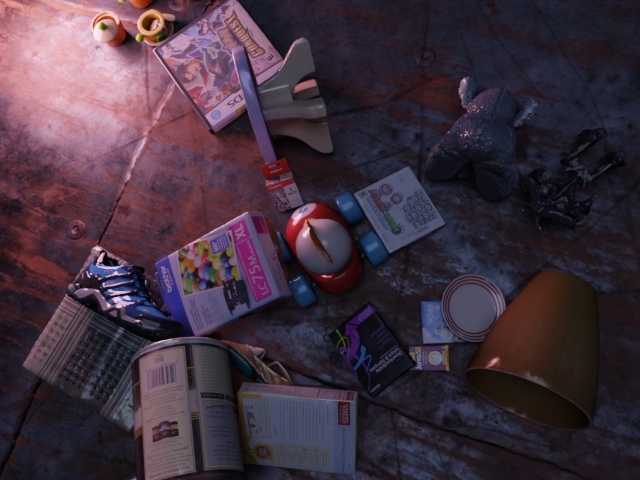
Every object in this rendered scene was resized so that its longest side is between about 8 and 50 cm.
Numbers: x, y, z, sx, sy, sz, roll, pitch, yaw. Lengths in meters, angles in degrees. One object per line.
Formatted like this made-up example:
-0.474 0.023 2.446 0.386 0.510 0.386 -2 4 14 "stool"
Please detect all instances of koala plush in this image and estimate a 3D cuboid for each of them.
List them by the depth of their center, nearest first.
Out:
0.352 -0.236 1.318 0.196 0.203 0.221 23 70 12 "koala plush"

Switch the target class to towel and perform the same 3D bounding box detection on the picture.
-0.462 0.219 1.400 0.312 0.056 0.324 28 80 10 "towel"

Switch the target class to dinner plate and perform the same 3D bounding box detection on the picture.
0.317 0.141 1.299 0.141 0.017 0.141 3 75 -10 "dinner plate"

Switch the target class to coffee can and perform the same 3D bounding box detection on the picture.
-0.259 0.353 1.210 0.202 0.201 0.275 -15 60 5 "coffee can"

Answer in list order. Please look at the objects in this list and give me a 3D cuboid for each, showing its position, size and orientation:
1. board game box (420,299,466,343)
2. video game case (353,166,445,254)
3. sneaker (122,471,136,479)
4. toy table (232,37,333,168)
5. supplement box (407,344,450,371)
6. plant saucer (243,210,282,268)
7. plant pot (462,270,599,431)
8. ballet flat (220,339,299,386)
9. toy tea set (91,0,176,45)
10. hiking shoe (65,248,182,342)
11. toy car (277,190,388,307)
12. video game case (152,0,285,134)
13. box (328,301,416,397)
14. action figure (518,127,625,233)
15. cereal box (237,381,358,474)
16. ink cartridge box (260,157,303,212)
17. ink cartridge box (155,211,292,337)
0.258 0.172 1.313 0.090 0.020 0.090 -4 76 7 "board game box"
0.172 -0.068 1.368 0.143 0.019 0.157 -27 74 -10 "video game case"
-0.335 0.509 1.289 0.235 0.084 0.097 -34 76 0 "sneaker"
-0.076 -0.301 1.366 0.161 0.274 0.252 -14 38 1 "toy table"
0.224 0.243 1.290 0.083 0.043 0.054 -3 78 8 "supplement box"
-0.155 0.037 1.333 0.199 0.036 0.198 4 95 47 "plant saucer"
0.430 0.192 1.193 0.237 0.237 0.254 23 68 13 "plant pot"
-0.127 0.273 1.331 0.206 0.073 0.067 41 57 11 "ballet flat"
-0.426 -0.609 1.537 0.200 0.124 0.336 33 84 14 "toy tea set"
-0.400 0.114 1.307 0.304 0.113 0.132 22 74 25 "hiking shoe"
0.000 0.000 1.277 0.219 0.238 0.210 -30 75 0 "toy car"
-0.236 -0.432 1.516 0.248 0.035 0.274 -36 75 -1 "video game case"
0.105 0.226 1.295 0.116 0.029 0.162 -42 68 12 "box"
0.500 -0.106 1.284 0.276 0.141 0.164 -39 76 -18 "action figure"
-0.044 0.378 1.259 0.240 0.047 0.172 3 108 8 "cereal box"
-0.085 -0.121 1.386 0.063 0.115 0.029 -19 37 4 "ink cartridge box"
-0.223 0.088 1.289 0.311 0.065 0.185 -27 77 26 "ink cartridge box"
